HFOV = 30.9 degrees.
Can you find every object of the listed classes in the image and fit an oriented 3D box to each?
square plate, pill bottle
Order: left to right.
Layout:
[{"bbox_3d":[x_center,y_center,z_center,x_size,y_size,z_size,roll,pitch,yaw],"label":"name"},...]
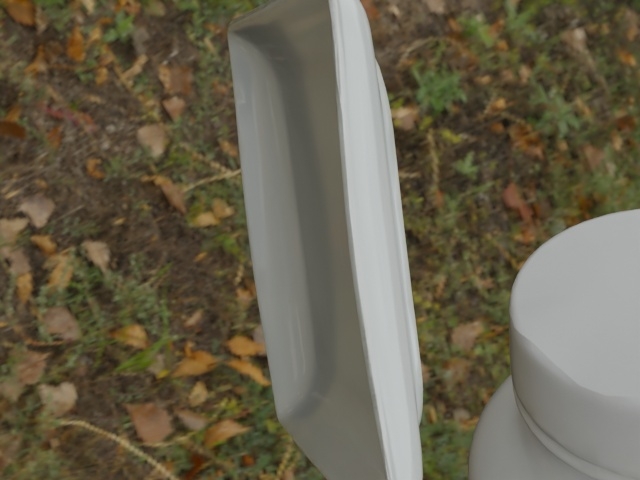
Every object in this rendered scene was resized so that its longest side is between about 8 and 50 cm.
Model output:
[{"bbox_3d":[0.000,0.000,0.831,0.049,0.344,0.347,-9,97,-14],"label":"square plate"},{"bbox_3d":[0.124,0.117,0.420,0.136,0.136,0.245,-49,140,-43],"label":"pill bottle"}]
